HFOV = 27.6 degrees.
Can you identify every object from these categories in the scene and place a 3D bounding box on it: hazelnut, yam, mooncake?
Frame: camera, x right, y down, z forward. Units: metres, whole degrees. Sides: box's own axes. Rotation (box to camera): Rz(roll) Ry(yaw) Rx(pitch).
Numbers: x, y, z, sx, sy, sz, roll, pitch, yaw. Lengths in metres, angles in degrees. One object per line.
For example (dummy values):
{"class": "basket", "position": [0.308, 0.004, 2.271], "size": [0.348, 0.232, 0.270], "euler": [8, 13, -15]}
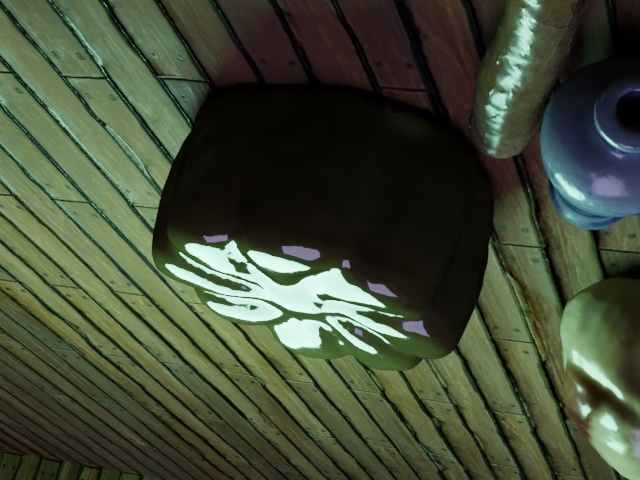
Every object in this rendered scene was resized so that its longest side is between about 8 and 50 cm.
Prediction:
{"class": "hazelnut", "position": [0.412, 0.152, 1.563], "size": [0.261, 0.261, 0.241], "euler": [4, -173, 24]}
{"class": "yam", "position": [0.175, -0.177, 1.085], "size": [0.081, 0.081, 0.357], "euler": [12, 157, 7]}
{"class": "mooncake", "position": [0.000, 0.000, 1.444], "size": [0.378, 0.201, 0.378], "euler": [13, 157, 6]}

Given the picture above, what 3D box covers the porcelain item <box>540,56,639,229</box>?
{"class": "porcelain item", "position": [0.262, -0.079, 1.173], "size": [0.141, 0.141, 0.259], "euler": [13, 169, 5]}
